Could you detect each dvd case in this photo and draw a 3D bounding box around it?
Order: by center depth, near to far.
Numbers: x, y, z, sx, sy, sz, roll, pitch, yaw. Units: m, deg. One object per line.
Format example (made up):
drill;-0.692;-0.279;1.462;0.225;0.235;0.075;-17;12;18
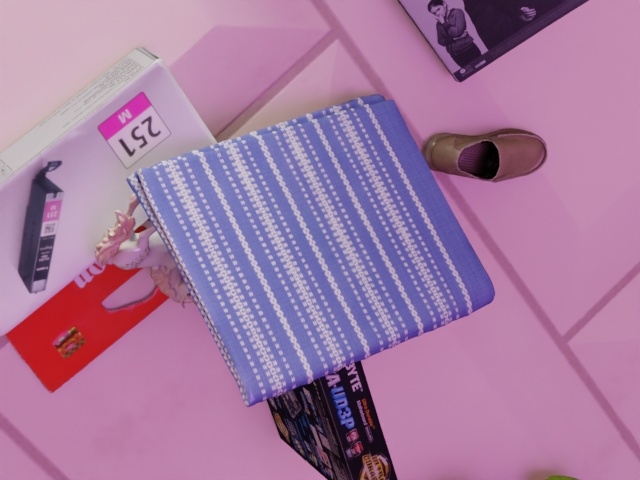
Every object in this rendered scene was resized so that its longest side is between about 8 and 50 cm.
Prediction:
dvd case;0.152;-0.281;1.753;0.179;0.029;0.238;-32;130;11

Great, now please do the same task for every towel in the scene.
towel;0.000;0.000;1.691;0.336;0.040;0.243;-20;77;-40

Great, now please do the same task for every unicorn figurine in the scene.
unicorn figurine;-0.147;0.007;1.683;0.162;0.060;0.111;14;117;-36

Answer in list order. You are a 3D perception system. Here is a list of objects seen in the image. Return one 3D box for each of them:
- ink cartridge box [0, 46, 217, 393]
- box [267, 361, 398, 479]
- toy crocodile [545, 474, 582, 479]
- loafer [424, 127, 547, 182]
ink cartridge box;-0.206;-0.007;1.695;0.275;0.060;0.239;-40;123;-10
box;-0.010;0.140;1.795;0.051;0.175;0.220;-29;121;-19
toy crocodile;0.215;0.330;2.057;0.341;0.105;0.115;-2;110;-34
loafer;0.180;-0.085;1.885;0.148;0.050;0.056;-6;113;-27
